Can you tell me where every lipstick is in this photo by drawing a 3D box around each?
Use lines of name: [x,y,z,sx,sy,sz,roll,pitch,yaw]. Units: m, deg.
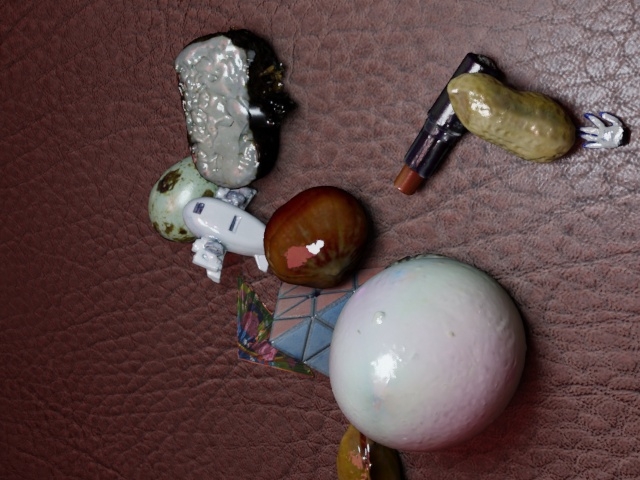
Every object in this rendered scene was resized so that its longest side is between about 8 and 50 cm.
lipstick: [0.231,-0.213,1.403,0.081,0.081,0.299,44,121,21]

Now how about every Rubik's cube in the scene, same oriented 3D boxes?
Rubik's cube: [0.010,0.172,1.605,0.234,0.228,0.228,13,66,-2]

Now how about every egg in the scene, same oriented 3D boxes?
egg: [0.173,0.225,1.346,0.355,0.340,0.354,7,107,24]
egg: [-0.316,-0.102,1.774,0.169,0.169,0.231,39,108,24]

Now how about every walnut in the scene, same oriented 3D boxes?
walnut: [0.104,0.502,1.612,0.137,0.137,0.245,-10,102,37]

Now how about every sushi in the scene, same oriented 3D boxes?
sushi: [-0.168,-0.286,1.613,0.235,0.207,0.348,5,108,23]

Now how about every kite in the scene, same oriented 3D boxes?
kite: [-0.143,0.235,1.810,0.321,0.016,0.234,53,124,16]

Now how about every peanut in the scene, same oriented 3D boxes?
peanut: [0.328,-0.218,1.288,0.237,0.110,0.120,29,88,3]

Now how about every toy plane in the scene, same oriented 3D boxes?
toy plane: [-0.199,-0.019,1.689,0.244,0.245,0.117,64,156,8]

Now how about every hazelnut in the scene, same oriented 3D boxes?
hazelnut: [0.000,0.000,1.536,0.230,0.230,0.229,8,104,35]

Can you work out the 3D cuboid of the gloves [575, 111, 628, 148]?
gloves: [0.478,-0.187,1.262,0.086,0.026,0.064,10,104,39]
